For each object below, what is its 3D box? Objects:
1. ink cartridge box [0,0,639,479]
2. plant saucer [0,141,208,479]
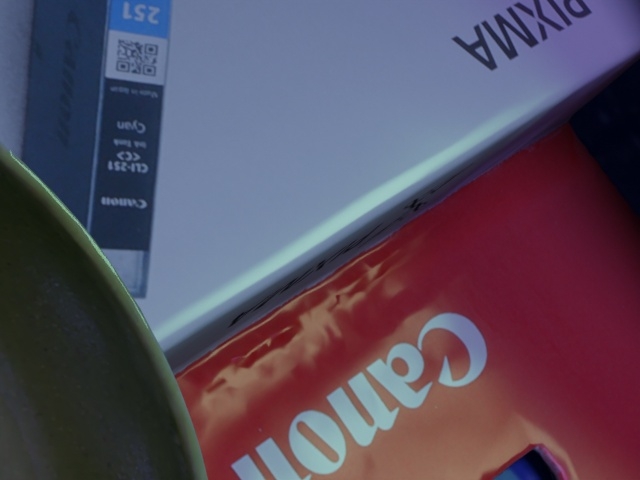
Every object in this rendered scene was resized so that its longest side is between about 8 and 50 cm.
[{"bbox_3d":[0.000,0.000,0.471,0.296,0.066,0.261,-32,83,-42],"label":"ink cartridge box"},{"bbox_3d":[-0.131,0.076,0.293,0.241,0.037,0.241,-2,95,-29],"label":"plant saucer"}]
